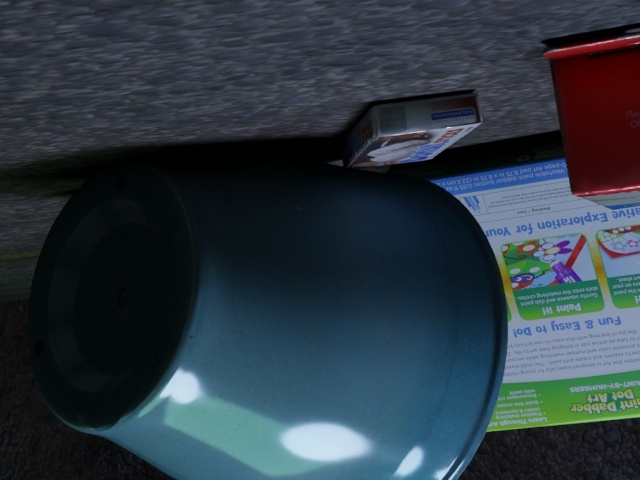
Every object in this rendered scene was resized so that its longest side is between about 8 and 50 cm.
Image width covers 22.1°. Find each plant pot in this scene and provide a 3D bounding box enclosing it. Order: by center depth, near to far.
[{"bbox_3d":[-0.054,0.061,1.150,0.255,0.271,0.271,14,163,-43],"label":"plant pot"}]

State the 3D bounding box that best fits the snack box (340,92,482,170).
[{"bbox_3d":[0.054,-0.068,1.041,0.064,0.022,0.178,-9,177,-6],"label":"snack box"}]

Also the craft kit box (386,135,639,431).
[{"bbox_3d":[0.200,0.036,1.349,0.250,0.246,0.061,-8,-158,23],"label":"craft kit box"}]

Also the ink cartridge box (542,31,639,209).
[{"bbox_3d":[0.204,-0.067,0.892,0.134,0.078,0.231,-8,177,17],"label":"ink cartridge box"}]
